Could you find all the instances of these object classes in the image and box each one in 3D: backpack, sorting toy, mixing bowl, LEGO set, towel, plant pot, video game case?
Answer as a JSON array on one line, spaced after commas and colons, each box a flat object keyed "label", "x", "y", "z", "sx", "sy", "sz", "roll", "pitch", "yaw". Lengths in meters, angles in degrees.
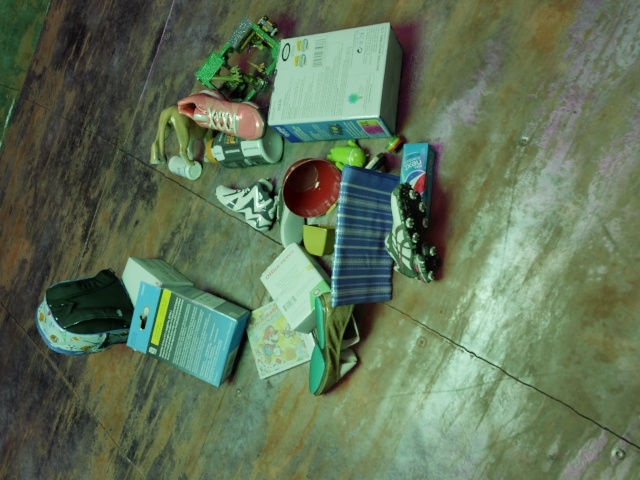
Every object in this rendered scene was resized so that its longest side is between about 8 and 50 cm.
[{"label": "backpack", "x": -0.756, "y": 0.240, "z": 1.399, "sx": 0.213, "sy": 0.263, "sz": 0.276, "roll": -50, "pitch": 65, "yaw": 16}, {"label": "sorting toy", "x": 0.124, "y": -0.163, "z": 1.182, "sx": 0.046, "sy": 0.132, "sz": 0.274, "roll": 42, "pitch": 111, "yaw": 1}, {"label": "mixing bowl", "x": -0.037, "y": -0.167, "z": 1.264, "sx": 0.181, "sy": 0.181, "sz": 0.098, "roll": -53, "pitch": 36, "yaw": 14}, {"label": "LEGO set", "x": -0.229, "y": -0.544, "z": 1.432, "sx": 0.255, "sy": 0.192, "sz": 0.331, "roll": 34, "pitch": 97, "yaw": 4}, {"label": "towel", "x": 0.121, "y": -0.007, "z": 1.085, "sx": 0.040, "sy": 0.243, "sz": 0.336, "roll": 6, "pitch": 91, "yaw": 41}, {"label": "plant pot", "x": 0.000, "y": 0.000, "z": 1.261, "sx": 0.081, "sy": 0.081, "sz": 0.083, "roll": 12, "pitch": 101, "yaw": 31}, {"label": "video game case", "x": -0.123, "y": 0.288, "z": 1.327, "sx": 0.227, "sy": 0.026, "sz": 0.206, "roll": -28, "pitch": 70, "yaw": 25}]

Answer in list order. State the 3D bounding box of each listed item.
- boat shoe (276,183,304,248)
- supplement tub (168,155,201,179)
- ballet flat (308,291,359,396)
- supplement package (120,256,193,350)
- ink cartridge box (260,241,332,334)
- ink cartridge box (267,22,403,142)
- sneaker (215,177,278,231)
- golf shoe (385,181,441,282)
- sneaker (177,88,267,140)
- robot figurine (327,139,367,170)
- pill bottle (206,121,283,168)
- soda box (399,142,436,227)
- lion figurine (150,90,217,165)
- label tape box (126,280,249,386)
[{"label": "boat shoe", "x": -0.096, "y": -0.074, "z": 1.328, "sx": 0.070, "sy": 0.077, "sz": 0.219, "roll": -17, "pitch": 64, "yaw": 47}, {"label": "supplement tub", "x": -0.491, "y": -0.265, "z": 1.585, "sx": 0.107, "sy": 0.071, "sz": 0.071, "roll": 20, "pitch": 94, "yaw": 31}, {"label": "ballet flat", "x": 0.040, "y": 0.281, "z": 1.162, "sx": 0.116, "sy": 0.124, "sz": 0.342, "roll": -117, "pitch": 27, "yaw": -60}, {"label": "supplement package", "x": -0.613, "y": 0.221, "z": 1.555, "sx": 0.204, "sy": 0.145, "sz": 0.262, "roll": 28, "pitch": 98, "yaw": 30}, {"label": "ink cartridge box", "x": -0.055, "y": 0.133, "z": 1.238, "sx": 0.154, "sy": 0.093, "sz": 0.212, "roll": -46, "pitch": 55, "yaw": 9}, {"label": "ink cartridge box", "x": 0.015, "y": -0.429, "z": 1.231, "sx": 0.395, "sy": 0.151, "sz": 0.270, "roll": 4, "pitch": 80, "yaw": 24}, {"label": "sneaker", "x": -0.223, "y": -0.152, "z": 1.400, "sx": 0.235, "sy": 0.094, "sz": 0.153, "roll": 38, "pitch": 102, "yaw": 28}, {"label": "golf shoe", "x": 0.202, "y": -0.012, "z": 1.062, "sx": 0.120, "sy": 0.105, "sz": 0.273, "roll": 5, "pitch": 127, "yaw": 41}, {"label": "sneaker", "x": -0.292, "y": -0.353, "z": 1.268, "sx": 0.314, "sy": 0.136, "sz": 0.116, "roll": 26, "pitch": 126, "yaw": 30}, {"label": "robot figurine", "x": 0.078, "y": -0.235, "z": 1.246, "sx": 0.115, "sy": 0.067, "sz": 0.101, "roll": 12, "pitch": 59, "yaw": 32}, {"label": "pill bottle", "x": -0.255, "y": -0.302, "z": 1.415, "sx": 0.245, "sy": 0.130, "sz": 0.130, "roll": -1, "pitch": 84, "yaw": 30}, {"label": "soda box", "x": 0.248, "y": -0.141, "z": 1.132, "sx": 0.067, "sy": 0.071, "sz": 0.210, "roll": 4, "pitch": 86, "yaw": 31}, {"label": "lion figurine", "x": -0.433, "y": -0.374, "z": 1.423, "sx": 0.142, "sy": 0.392, "sz": 0.240, "roll": 6, "pitch": 105, "yaw": 0}, {"label": "label tape box", "x": -0.418, "y": 0.277, "z": 1.378, "sx": 0.333, "sy": 0.106, "sz": 0.241, "roll": 21, "pitch": 104, "yaw": 10}]
